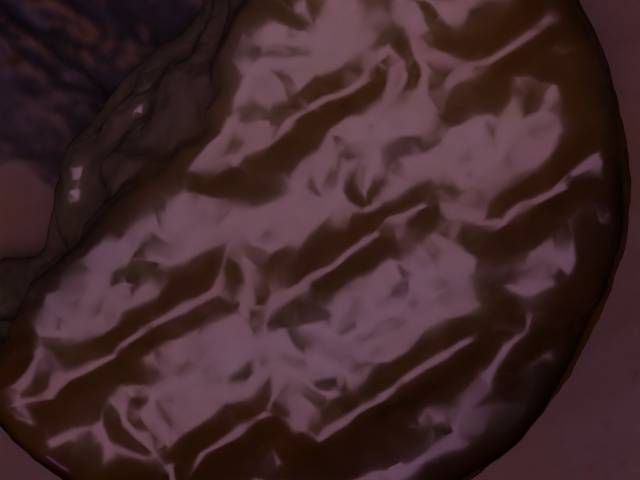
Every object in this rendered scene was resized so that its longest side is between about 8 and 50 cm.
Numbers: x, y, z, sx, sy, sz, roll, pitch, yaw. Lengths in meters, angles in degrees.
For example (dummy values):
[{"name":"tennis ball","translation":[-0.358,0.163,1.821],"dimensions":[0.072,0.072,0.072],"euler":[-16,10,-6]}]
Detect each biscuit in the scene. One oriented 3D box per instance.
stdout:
[{"name":"biscuit","translation":[0.000,0.000,0.684],"dimensions":[0.213,0.091,0.274],"euler":[44,91,-1]}]
